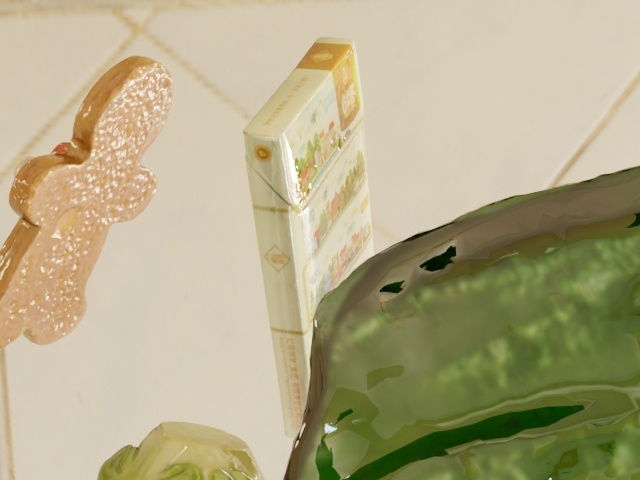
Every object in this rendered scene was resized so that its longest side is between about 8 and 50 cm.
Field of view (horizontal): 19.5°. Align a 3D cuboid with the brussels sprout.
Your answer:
[{"bbox_3d":[-0.092,0.213,1.362,0.155,0.117,0.155,-12,110,-38],"label":"brussels sprout"}]

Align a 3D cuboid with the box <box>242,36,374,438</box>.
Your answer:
[{"bbox_3d":[-0.001,0.000,1.138,0.032,0.220,0.122,8,36,22],"label":"box"}]

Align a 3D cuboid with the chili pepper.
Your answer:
[{"bbox_3d":[0.128,0.075,0.557,0.385,0.167,0.213,-32,66,4],"label":"chili pepper"}]

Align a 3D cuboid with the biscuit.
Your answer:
[{"bbox_3d":[-0.236,-0.036,1.781,0.049,0.205,0.324,36,110,23],"label":"biscuit"}]
